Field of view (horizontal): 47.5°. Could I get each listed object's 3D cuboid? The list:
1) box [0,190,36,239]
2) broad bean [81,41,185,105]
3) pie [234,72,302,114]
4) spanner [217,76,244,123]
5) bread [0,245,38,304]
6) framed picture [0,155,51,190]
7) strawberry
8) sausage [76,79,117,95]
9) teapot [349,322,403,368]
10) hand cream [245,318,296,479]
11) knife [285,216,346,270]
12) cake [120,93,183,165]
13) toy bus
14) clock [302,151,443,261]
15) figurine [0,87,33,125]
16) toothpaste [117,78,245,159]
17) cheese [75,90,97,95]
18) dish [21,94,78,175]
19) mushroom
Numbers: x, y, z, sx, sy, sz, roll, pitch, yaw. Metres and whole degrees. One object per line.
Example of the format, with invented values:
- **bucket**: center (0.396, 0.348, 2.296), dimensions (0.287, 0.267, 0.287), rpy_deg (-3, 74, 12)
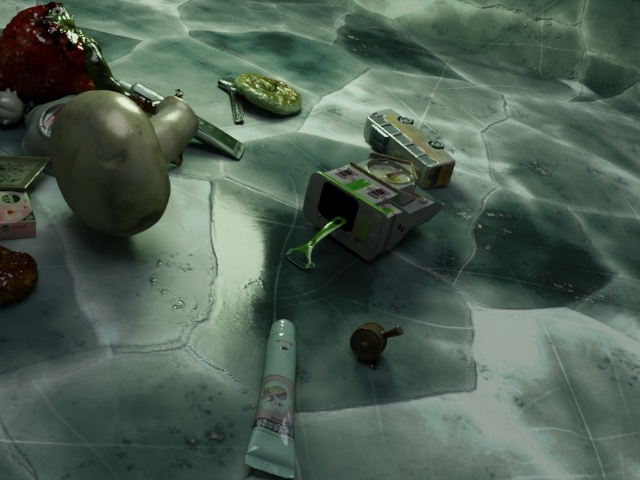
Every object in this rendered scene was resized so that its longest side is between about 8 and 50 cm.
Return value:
- **box**: center (-0.656, -0.055, 1.535), dimensions (0.089, 0.043, 0.125), rpy_deg (-7, 38, -31)
- **broad bean**: center (-0.497, -0.395, 1.892), dimensions (0.292, 0.049, 0.144), rpy_deg (24, 62, -29)
- **pie**: center (-0.166, -0.475, 2.350), dimensions (0.240, 0.054, 0.240), rpy_deg (20, 28, -11)
- **spanner**: center (-0.275, -0.451, 2.319), dimensions (0.093, 0.026, 0.325), rpy_deg (4, 34, -15)
- **bread**: center (-0.628, 0.057, 1.358), dimensions (0.193, 0.064, 0.193), rpy_deg (11, 29, -6)
- **framed picture**: center (-0.745, -0.155, 1.642), dimensions (0.231, 0.010, 0.173), rpy_deg (1, 31, 0)
- **strawberry**: center (-0.740, -0.476, 1.935), dimensions (0.238, 0.288, 0.250), rpy_deg (44, 15, -30)
- **sausage**: center (-0.735, -0.456, 2.082), dimensions (0.312, 0.093, 0.093), rpy_deg (17, 32, 5)
- **teapot**: center (0.117, 0.196, 1.414), dimensions (0.085, 0.110, 0.080), rpy_deg (65, 25, -2)
- **hand cream**: center (-0.077, 0.268, 1.266), dimensions (0.085, 0.058, 0.331), rpy_deg (25, 35, -15)
- **knife**: center (0.000, -0.001, 1.671), dimensions (0.078, 0.023, 0.166), rpy_deg (37, 67, 24)
- **cake**: center (-0.443, -0.277, 1.823), dimensions (0.135, 0.112, 0.246), rpy_deg (12, -6, 17)
- **toy bus**: center (0.265, -0.281, 2.210), dimensions (0.138, 0.097, 0.342), rpy_deg (-16, 44, -29)
- **clock**: center (0.147, -0.107, 1.822), dimensions (0.235, 0.166, 0.309), rpy_deg (34, 36, 28)
- **figurine**: center (-0.814, -0.341, 1.866), dimensions (0.153, 0.132, 0.132), rpy_deg (11, 29, -32)
- **toothpaste**: center (-0.386, -0.335, 2.004), dimensions (0.392, 0.061, 0.099), rpy_deg (29, 30, -12)
- **cheese**: center (-0.574, -0.312, 1.923), dimensions (0.159, 0.093, 0.263), rpy_deg (2, 33, -27)
- **dish**: center (-0.615, -0.270, 1.749), dimensions (0.229, 0.081, 0.229), rpy_deg (1, 68, -3)
- **mushroom**: center (-0.442, -0.188, 1.544), dimensions (0.315, 0.315, 0.356), rpy_deg (7, 59, -12)
